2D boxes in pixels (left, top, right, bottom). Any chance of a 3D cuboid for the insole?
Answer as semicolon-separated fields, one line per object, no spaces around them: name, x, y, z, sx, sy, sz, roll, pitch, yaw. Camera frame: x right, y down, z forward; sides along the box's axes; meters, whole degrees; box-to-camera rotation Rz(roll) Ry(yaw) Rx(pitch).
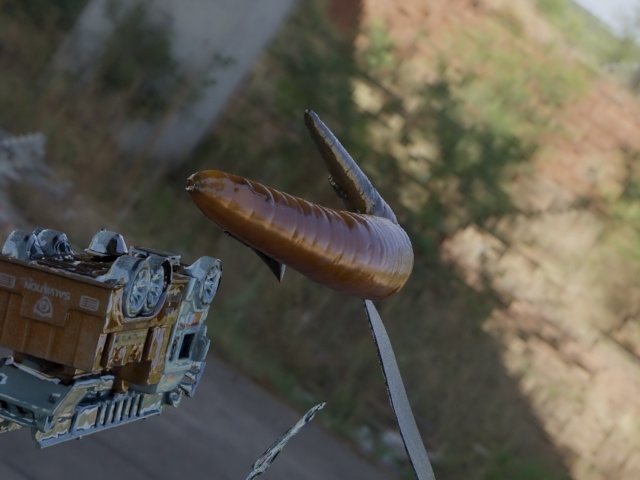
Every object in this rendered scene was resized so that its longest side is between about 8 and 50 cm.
insole;0.090;0.185;2.016;0.111;0.007;0.327;59;11;-48

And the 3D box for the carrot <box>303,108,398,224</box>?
carrot;0.030;-0.068;2.037;0.049;0.049;0.254;39;-11;39

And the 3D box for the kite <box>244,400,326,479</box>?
kite;-0.076;0.210;1.464;0.012;0.250;0.229;52;-25;-15

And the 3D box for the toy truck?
toy truck;-0.202;0.091;1.750;0.133;0.184;0.338;14;3;15

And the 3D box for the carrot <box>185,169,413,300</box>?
carrot;0.000;0.000;1.207;0.271;0.062;0.066;17;59;-64

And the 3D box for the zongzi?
zongzi;-0.058;-0.009;1.867;0.073;0.083;0.067;22;-7;-3
